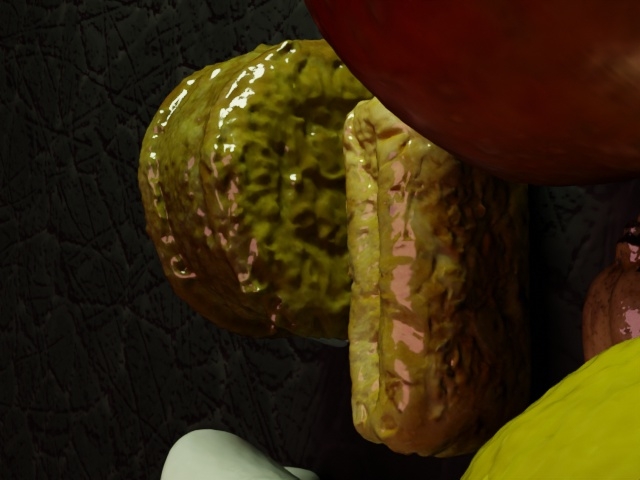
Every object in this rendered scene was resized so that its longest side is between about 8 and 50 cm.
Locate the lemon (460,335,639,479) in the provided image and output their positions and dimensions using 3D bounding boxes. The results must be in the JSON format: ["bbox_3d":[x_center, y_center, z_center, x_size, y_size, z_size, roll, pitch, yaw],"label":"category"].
[{"bbox_3d":[0.171,0.193,0.439,0.387,0.350,0.349,126,143,-80],"label":"lemon"}]

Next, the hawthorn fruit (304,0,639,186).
[{"bbox_3d":[0.125,-0.144,0.600,0.284,0.284,0.284,-8,80,52],"label":"hawthorn fruit"}]

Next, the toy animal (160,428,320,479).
[{"bbox_3d":[-0.027,0.260,0.794,0.265,0.206,0.271,5,88,56],"label":"toy animal"}]

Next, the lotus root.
[{"bbox_3d":[0.166,0.056,0.676,0.072,0.063,0.152,179,87,-79],"label":"lotus root"}]

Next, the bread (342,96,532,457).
[{"bbox_3d":[0.070,0.016,0.769,0.083,0.114,0.211,-6,83,50],"label":"bread"}]

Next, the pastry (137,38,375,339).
[{"bbox_3d":[-0.015,-0.029,0.828,0.103,0.189,0.188,-14,75,54],"label":"pastry"}]

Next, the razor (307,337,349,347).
[{"bbox_3d":[0.000,0.000,0.917,0.040,0.068,0.135,-2,73,50],"label":"razor"}]
